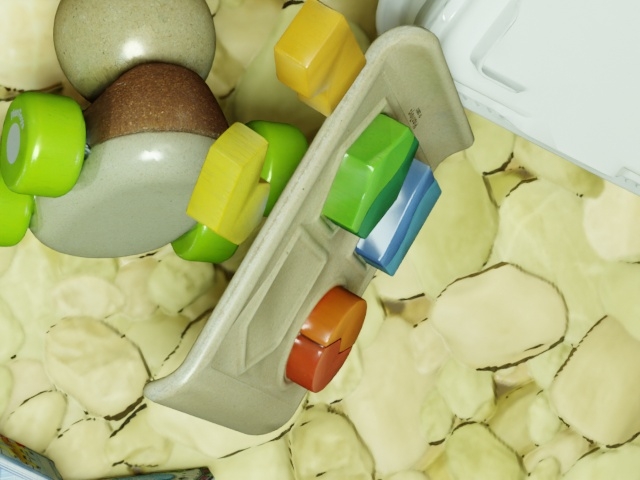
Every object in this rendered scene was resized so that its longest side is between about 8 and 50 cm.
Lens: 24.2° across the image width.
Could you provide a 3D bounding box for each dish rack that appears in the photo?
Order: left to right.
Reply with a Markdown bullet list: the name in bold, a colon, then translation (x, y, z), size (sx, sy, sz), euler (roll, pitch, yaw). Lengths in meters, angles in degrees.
- **dish rack**: translation (0.224, -0.165, 0.839), size (0.286, 0.072, 0.333), euler (23, 120, -28)

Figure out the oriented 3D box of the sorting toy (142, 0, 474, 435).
- **sorting toy**: translation (0.000, 0.000, 0.770), size (0.041, 0.307, 0.229), euler (33, 86, 16)

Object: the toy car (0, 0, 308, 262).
- **toy car**: translation (-0.107, -0.095, 0.813), size (0.155, 0.149, 0.188), euler (5, 68, -30)

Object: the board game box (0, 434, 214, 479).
- **board game box**: translation (-0.148, 0.194, 0.850), size (0.194, 0.060, 0.194), euler (-5, 99, -19)
